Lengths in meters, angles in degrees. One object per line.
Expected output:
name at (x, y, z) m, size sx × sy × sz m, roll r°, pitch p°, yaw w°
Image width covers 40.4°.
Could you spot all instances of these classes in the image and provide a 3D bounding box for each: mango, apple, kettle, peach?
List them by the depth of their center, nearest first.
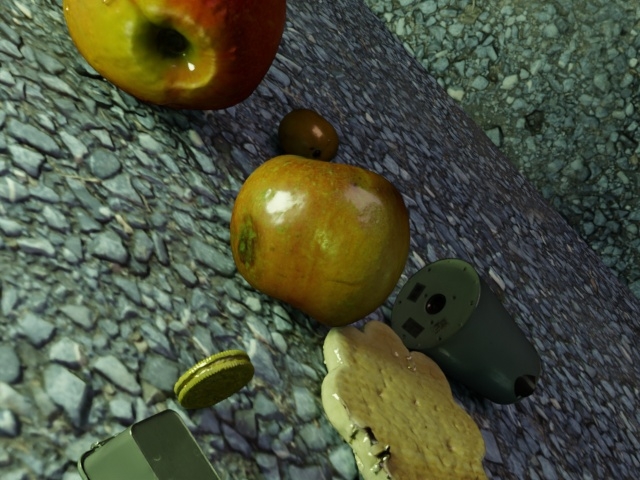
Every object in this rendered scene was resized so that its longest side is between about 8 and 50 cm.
apple at (0.000, 0.000, 1.139) m, size 0.237 × 0.207 × 0.237 m, roll 15°, pitch 1°, yaw 0°
peach at (-0.197, -0.355, 1.221) m, size 0.373 × 0.290 × 0.372 m, roll 38°, pitch 34°, yaw -31°
kettle at (0.230, 0.150, 1.397) m, size 0.243 × 0.160 × 0.210 m, roll 42°, pitch -4°, yaw -36°
mango at (-0.017, -0.179, 1.510) m, size 0.111 × 0.089 × 0.163 m, roll 49°, pitch 16°, yaw 3°

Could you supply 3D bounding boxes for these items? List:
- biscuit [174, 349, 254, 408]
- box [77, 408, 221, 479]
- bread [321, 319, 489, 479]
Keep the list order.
biscuit at (-0.107, 0.142, 0.885) m, size 0.084 × 0.084 × 0.023 m, roll 11°, pitch 43°, yaw -54°
box at (-0.140, 0.209, 0.749) m, size 0.122 × 0.069 × 0.084 m, roll 54°, pitch 27°, yaw 11°
bread at (0.111, 0.237, 1.145) m, size 0.316 × 0.054 × 0.316 m, roll 36°, pitch 27°, yaw -22°
